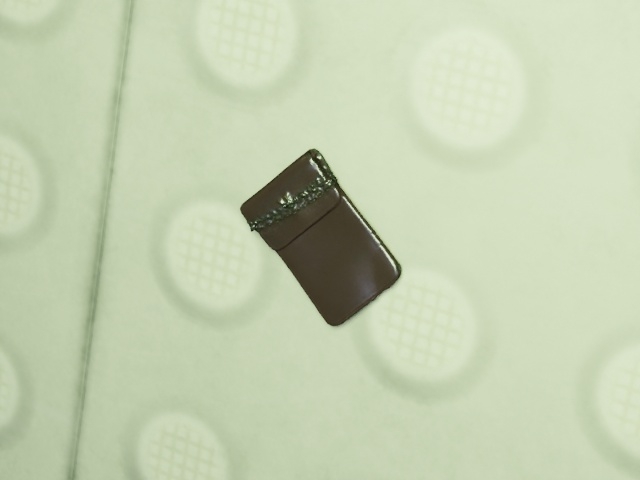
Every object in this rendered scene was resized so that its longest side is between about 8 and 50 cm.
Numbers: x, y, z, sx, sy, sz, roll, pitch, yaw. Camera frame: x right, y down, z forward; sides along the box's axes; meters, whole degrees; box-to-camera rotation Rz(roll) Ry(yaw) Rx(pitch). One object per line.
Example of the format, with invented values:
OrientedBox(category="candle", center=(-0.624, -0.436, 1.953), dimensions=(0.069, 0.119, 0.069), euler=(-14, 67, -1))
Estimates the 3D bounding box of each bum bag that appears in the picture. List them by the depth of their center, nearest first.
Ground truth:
OrientedBox(category="bum bag", center=(0.000, 0.000, 1.668), dimensions=(0.109, 0.026, 0.159), euler=(-40, 83, 29))
